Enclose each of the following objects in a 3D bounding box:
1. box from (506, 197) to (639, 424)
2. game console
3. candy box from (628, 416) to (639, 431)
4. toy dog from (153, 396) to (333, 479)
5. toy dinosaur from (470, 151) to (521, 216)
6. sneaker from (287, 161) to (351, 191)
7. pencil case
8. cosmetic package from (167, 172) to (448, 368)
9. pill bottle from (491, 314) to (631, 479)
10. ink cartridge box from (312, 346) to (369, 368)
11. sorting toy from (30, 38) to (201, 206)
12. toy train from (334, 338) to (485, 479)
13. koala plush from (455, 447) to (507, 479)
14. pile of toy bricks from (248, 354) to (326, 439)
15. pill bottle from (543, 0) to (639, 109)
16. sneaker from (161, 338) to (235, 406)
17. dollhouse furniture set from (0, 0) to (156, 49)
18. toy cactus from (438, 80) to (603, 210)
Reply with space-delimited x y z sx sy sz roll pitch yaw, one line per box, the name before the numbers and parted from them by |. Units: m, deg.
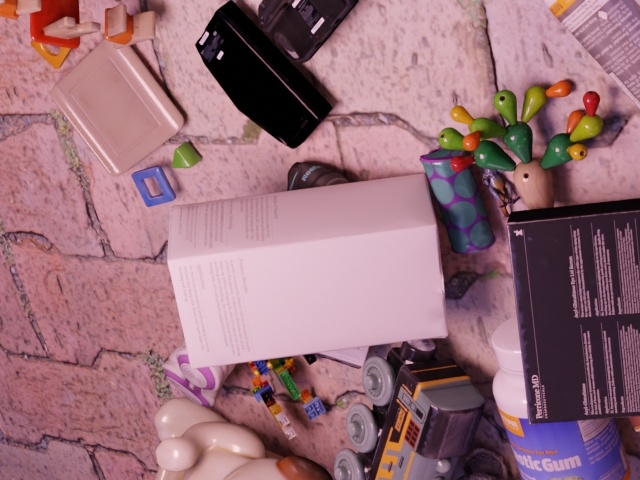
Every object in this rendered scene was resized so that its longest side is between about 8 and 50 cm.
box | 0.340 0.088 1.596 0.184 0.103 0.261 -6 100 10
game console | -0.041 -0.272 1.732 0.213 0.044 0.361 47 146 0
candy box | 0.436 0.163 1.705 0.109 0.053 0.187 -19 106 43
toy dog | -0.124 0.461 2.097 0.395 0.285 0.408 30 169 -16
toy dinosaur | 0.228 -0.079 1.702 0.082 0.047 0.090 53 153 23
sneaker | 0.000 0.000 1.910 0.106 0.101 0.267 32 134 40
pencil case | 0.188 -0.056 1.728 0.064 0.070 0.152 -21 110 0
cosmetic package | -0.016 0.044 1.764 0.365 0.155 0.197 -7 122 -1
pill bottle | 0.328 0.238 1.769 0.152 0.152 0.272 -3 118 39
ink cartridge box | -0.027 0.147 1.973 0.207 0.046 0.097 18 172 2
sorting toy | -0.320 -0.218 2.018 0.196 0.047 0.348 -30 100 41
toy train | 0.131 0.310 1.912 0.190 0.142 0.334 46 129 47
koala plush | 0.264 0.446 1.955 0.203 0.196 0.221 -12 112 30
pile of toy bricks | -0.070 0.215 2.111 0.105 0.118 0.212 46 164 55
pill bottle | 0.388 -0.222 1.386 0.278 0.162 0.162 48 136 -1
sneaker | -0.181 0.196 2.165 0.114 0.152 0.305 40 159 -4
dollhouse furniture set | -0.378 -0.404 1.802 0.135 0.262 0.259 -7 81 42
toy cactus | 0.261 -0.108 1.608 0.218 0.112 0.181 -11 124 21
